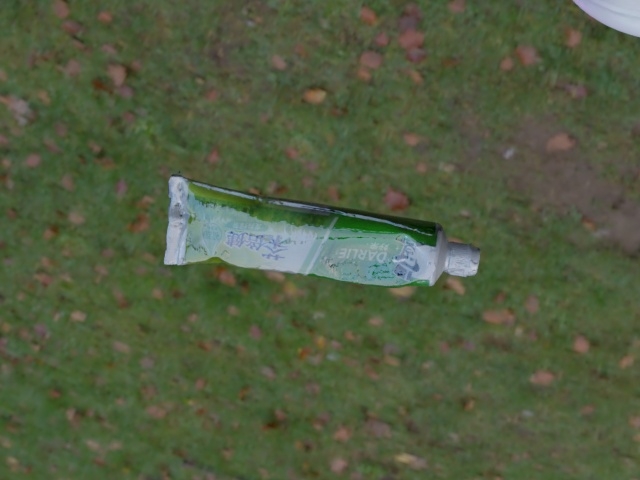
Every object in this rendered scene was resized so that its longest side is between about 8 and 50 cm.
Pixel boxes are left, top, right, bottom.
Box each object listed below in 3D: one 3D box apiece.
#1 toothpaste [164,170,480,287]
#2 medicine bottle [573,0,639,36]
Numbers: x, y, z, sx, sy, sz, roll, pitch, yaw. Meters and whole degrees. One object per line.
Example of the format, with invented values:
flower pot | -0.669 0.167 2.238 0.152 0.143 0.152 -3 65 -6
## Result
toothpaste | 0.000 0.000 0.922 0.247 0.047 0.078 8 110 4
medicine bottle | 0.300 -0.352 0.953 0.256 0.256 0.325 6 146 22
